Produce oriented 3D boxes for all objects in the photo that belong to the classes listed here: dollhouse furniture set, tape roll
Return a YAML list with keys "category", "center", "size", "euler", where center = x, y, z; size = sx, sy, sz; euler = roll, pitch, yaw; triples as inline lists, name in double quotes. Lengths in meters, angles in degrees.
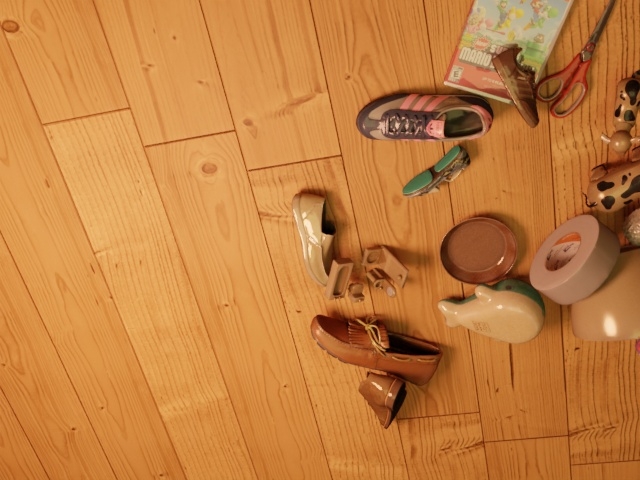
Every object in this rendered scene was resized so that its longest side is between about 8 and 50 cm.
- category: "dollhouse furniture set"
  center: [0.118, 0.111, 1.693]
  size: [0.151, 0.123, 0.144]
  euler: [-6, 124, -31]
- category: "tape roll"
  center: [0.611, 0.046, 1.583]
  size: [0.072, 0.219, 0.219]
  euler: [34, 116, -12]

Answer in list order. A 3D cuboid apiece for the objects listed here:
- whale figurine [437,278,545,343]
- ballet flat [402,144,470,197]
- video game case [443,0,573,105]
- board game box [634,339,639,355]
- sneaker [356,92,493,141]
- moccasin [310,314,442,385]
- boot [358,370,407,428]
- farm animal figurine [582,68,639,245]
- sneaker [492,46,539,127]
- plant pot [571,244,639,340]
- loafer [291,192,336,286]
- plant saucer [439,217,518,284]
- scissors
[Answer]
- category: "whale figurine"
  center: [0.456, 0.177, 1.736]
  size: [0.272, 0.141, 0.216]
  euler: [-4, 133, 35]
- category: "ballet flat"
  center: [0.290, -0.154, 1.609]
  size: [0.188, 0.070, 0.070]
  euler: [-37, 107, 26]
- category: "video game case"
  center: [0.419, -0.456, 1.458]
  size: [0.204, 0.025, 0.285]
  euler: [16, 117, -2]
- category: "board game box"
  center: [0.995, 0.176, 1.703]
  size: [0.208, 0.056, 0.346]
  euler: [12, 118, -4]
- category: "sneaker"
  center: [0.237, -0.278, 1.510]
  size: [0.319, 0.131, 0.112]
  euler: [-5, 117, 9]
- category: "moccasin"
  center: [0.155, 0.283, 1.804]
  size: [0.380, 0.139, 0.146]
  euler: [23, 116, -6]
- category: "boot"
  center: [0.176, 0.450, 1.875]
  size: [0.115, 0.112, 0.305]
  euler: [22, 152, 19]
- category: "farm animal figurine"
  center: [0.721, -0.176, 1.458]
  size: [0.330, 0.172, 0.326]
  euler: [40, 124, 2]
- category: "sneaker"
  center: [0.456, -0.341, 1.461]
  size: [0.071, 0.066, 0.188]
  euler: [-30, 111, 18]
- category: "plant pot"
  center: [0.744, 0.115, 1.596]
  size: [0.284, 0.284, 0.190]
  euler: [-13, 92, 13]
- category: "loafer"
  center: [0.000, 0.000, 1.698]
  size: [0.092, 0.102, 0.268]
  euler: [-9, 115, 18]
- category: "plant saucer"
  center: [0.408, 0.023, 1.699]
  size: [0.199, 0.036, 0.198]
  euler: [2, 117, 5]
- category: "scissors"
  center: [0.602, -0.412, 1.464]
  size: [0.109, 0.021, 0.297]
  euler: [32, 115, -7]
